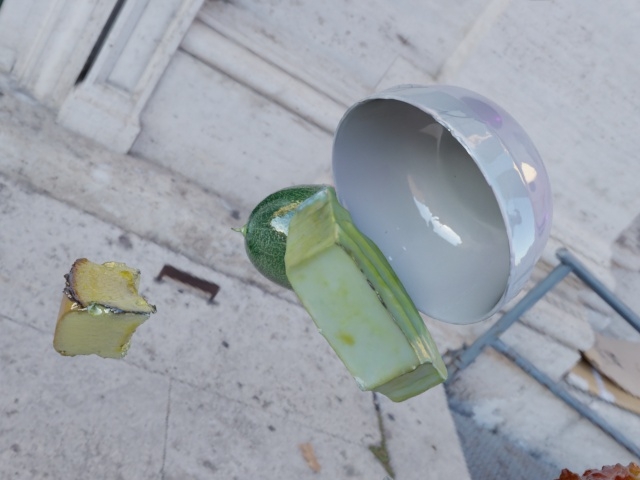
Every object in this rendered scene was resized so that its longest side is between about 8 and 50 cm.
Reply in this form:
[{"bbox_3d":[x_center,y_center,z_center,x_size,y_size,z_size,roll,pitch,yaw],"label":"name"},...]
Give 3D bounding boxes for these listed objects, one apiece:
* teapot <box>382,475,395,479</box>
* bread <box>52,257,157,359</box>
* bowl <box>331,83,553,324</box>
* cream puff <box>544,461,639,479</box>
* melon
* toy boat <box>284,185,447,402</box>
[{"bbox_3d":[0.151,0.483,1.185,0.149,0.239,0.162,16,61,3],"label":"teapot"},{"bbox_3d":[-0.336,0.090,1.155,0.140,0.160,0.169,11,67,-21],"label":"bread"},{"bbox_3d":[0.156,-0.058,0.860,0.144,0.287,0.287,-30,65,-26],"label":"bowl"},{"bbox_3d":[0.267,0.357,0.631,0.350,0.350,0.228,32,-18,-12],"label":"cream puff"},{"bbox_3d":[0.000,0.000,1.174,0.288,0.182,0.182,4,35,-16],"label":"melon"},{"bbox_3d":[0.042,0.071,0.881,0.276,0.111,0.084,60,28,5],"label":"toy boat"}]
